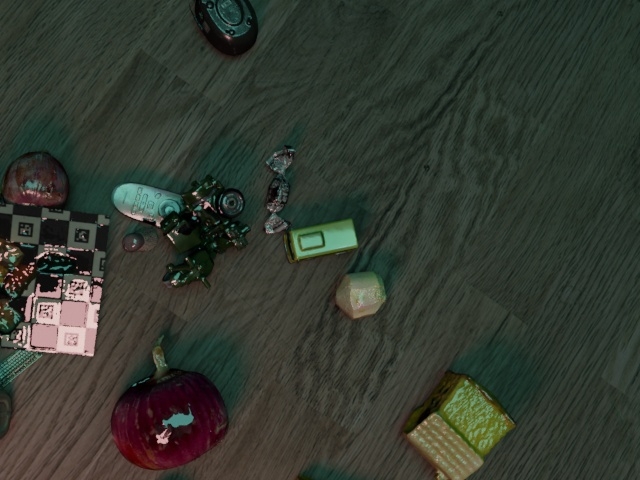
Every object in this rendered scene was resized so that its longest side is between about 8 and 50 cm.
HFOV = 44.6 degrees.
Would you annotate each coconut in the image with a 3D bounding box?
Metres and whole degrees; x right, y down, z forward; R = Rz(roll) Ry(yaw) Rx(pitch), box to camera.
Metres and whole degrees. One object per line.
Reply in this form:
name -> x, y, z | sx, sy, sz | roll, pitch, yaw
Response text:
coconut -> 0.095, 0.136, 1.967 | 0.122, 0.116, 0.116 | -11, 86, -13

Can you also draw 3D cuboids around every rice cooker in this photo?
rice cooker -> -0.241, -0.570, 1.977 | 0.142, 0.118, 0.203 | -37, 95, -13

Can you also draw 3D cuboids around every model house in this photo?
model house -> 0.333, 0.472, 1.943 | 0.193, 0.175, 0.234 | 45, 74, -4

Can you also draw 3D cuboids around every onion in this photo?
onion -> -0.348, 0.410, 1.788 | 0.256, 0.230, 0.272 | -46, 101, -12
onion -> -0.666, -0.144, 1.836 | 0.160, 0.159, 0.195 | 2, 55, -11

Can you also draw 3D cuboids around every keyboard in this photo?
keyboard -> -0.718, 0.293, 1.830 | 0.129, 0.015, 0.049 | -40, 92, -13

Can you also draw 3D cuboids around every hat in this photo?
hat -> -0.442, -0.002, 1.908 | 0.087, 0.042, 0.058 | -14, 87, -13

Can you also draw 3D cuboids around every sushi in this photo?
sushi -> -0.688, 0.083, 1.819 | 0.359, 0.064, 0.343 | 7, 99, -12

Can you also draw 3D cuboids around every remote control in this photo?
remote control -> -0.387, -0.077, 1.928 | 0.256, 0.045, 0.097 | 19, 90, -12

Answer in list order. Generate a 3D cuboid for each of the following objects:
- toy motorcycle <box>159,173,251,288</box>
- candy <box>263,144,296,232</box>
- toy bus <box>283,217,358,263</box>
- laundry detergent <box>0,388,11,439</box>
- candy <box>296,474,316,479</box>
toy motorcycle -> -0.293, -0.017, 1.874 | 0.275, 0.127, 0.205 | -40, 114, -12
candy -> -0.104, -0.129, 1.974 | 0.051, 0.094, 0.226 | 11, 85, -51
toy bus -> 0.000, 0.000, 1.969 | 0.175, 0.101, 0.088 | -11, 86, -11
laundry detergent -> -0.905, 0.384, 1.676 | 0.398, 0.264, 0.124 | 0, 87, 1
candy -> 0.052, 0.689, 1.906 | 0.276, 0.088, 0.146 | 23, 81, -7
